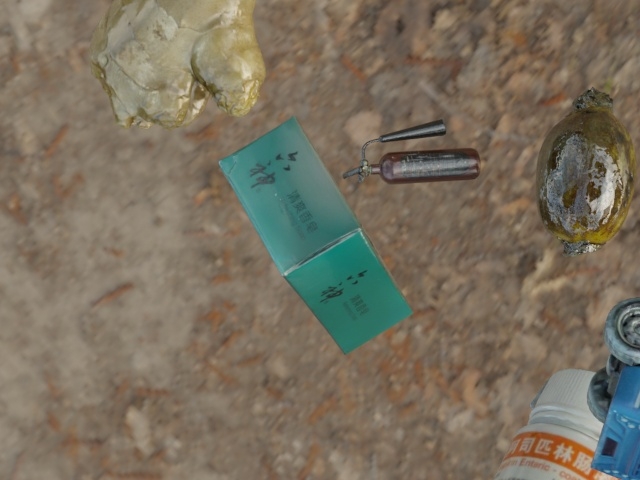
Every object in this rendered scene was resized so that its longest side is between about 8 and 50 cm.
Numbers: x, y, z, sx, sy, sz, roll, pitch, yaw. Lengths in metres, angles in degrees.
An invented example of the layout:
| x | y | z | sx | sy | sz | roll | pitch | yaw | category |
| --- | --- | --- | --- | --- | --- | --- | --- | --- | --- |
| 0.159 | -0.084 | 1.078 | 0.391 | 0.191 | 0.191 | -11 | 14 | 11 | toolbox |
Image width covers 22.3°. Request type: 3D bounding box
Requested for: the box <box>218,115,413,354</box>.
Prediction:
| x | y | z | sx | sy | sz | roll | pitch | yaw | category |
| --- | --- | --- | --- | --- | --- | --- | --- | --- | --- |
| 0.000 | 0.000 | 1.662 | 0.092 | 0.245 | 0.153 | -32 | 64 | 2 | box |

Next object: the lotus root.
| x | y | z | sx | sy | sz | roll | pitch | yaw | category |
| --- | --- | --- | --- | --- | --- | --- | --- | --- | --- |
| 0.322 | -0.083 | 1.969 | 0.120 | 0.120 | 0.209 | 4 | 86 | 22 | lotus root |

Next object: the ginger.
| x | y | z | sx | sy | sz | roll | pitch | yaw | category |
| --- | --- | --- | --- | --- | --- | --- | --- | --- | --- |
| -0.145 | -0.279 | 1.950 | 0.375 | 0.166 | 0.236 | -49 | 47 | 45 | ginger |

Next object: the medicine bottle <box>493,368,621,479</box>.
| x | y | z | sx | sy | sz | roll | pitch | yaw | category |
| --- | --- | --- | --- | --- | --- | --- | --- | --- | --- |
| 0.259 | 0.274 | 1.767 | 0.144 | 0.252 | 0.144 | 24 | 149 | 15 | medicine bottle |

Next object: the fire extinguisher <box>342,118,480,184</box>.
| x | y | z | sx | sy | sz | roll | pitch | yaw | category |
| --- | --- | --- | --- | --- | --- | --- | --- | --- | --- |
| 0.068 | -0.066 | 1.212 | 0.100 | 0.032 | 0.046 | -3 | 103 | -10 | fire extinguisher |

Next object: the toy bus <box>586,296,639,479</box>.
| x | y | z | sx | sy | sz | roll | pitch | yaw | category |
| --- | --- | --- | --- | --- | --- | --- | --- | --- | --- |
| 0.261 | 0.042 | 1.039 | 0.134 | 0.246 | 0.113 | 21 | 154 | 13 | toy bus |
